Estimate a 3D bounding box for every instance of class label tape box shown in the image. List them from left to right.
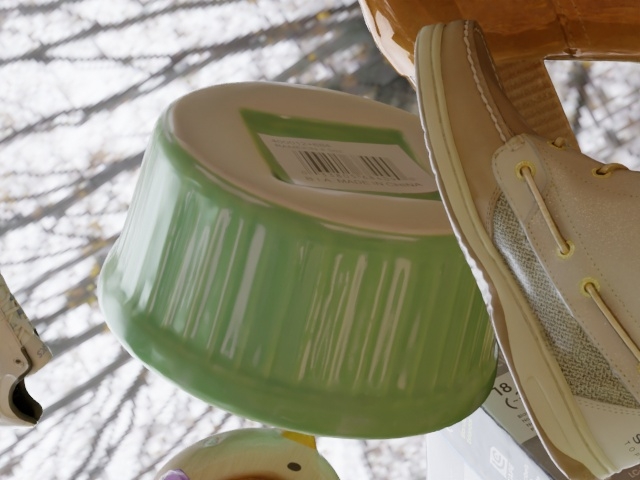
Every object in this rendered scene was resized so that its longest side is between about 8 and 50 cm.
[{"bbox_3d":[0.163,0.191,1.431,0.106,0.241,0.334,-24,-136,-21],"label":"label tape box"}]

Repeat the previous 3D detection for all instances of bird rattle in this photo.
[{"bbox_3d":[-0.058,0.239,1.230,0.143,0.253,0.207,-98,-9,-72],"label":"bird rattle"}]

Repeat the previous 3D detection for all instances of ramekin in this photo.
[{"bbox_3d":[0.000,0.000,1.187,0.303,0.148,0.303,12,-156,-6],"label":"ramekin"}]

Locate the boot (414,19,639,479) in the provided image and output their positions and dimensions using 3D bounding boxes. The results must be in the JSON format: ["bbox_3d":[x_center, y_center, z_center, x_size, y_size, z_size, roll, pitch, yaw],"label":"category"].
[{"bbox_3d":[0.140,-0.023,0.688,0.077,0.165,0.213,18,-131,-66],"label":"boot"}]

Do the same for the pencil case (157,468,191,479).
[{"bbox_3d":[-0.110,0.174,0.650,0.206,0.088,0.086,-33,-82,-9],"label":"pencil case"}]

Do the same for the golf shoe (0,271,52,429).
[{"bbox_3d":[-0.220,0.053,1.109,0.086,0.176,0.069,12,-147,10],"label":"golf shoe"}]

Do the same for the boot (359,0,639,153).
[{"bbox_3d":[0.156,-0.169,0.795,0.211,0.295,0.104,65,175,-12],"label":"boot"}]
